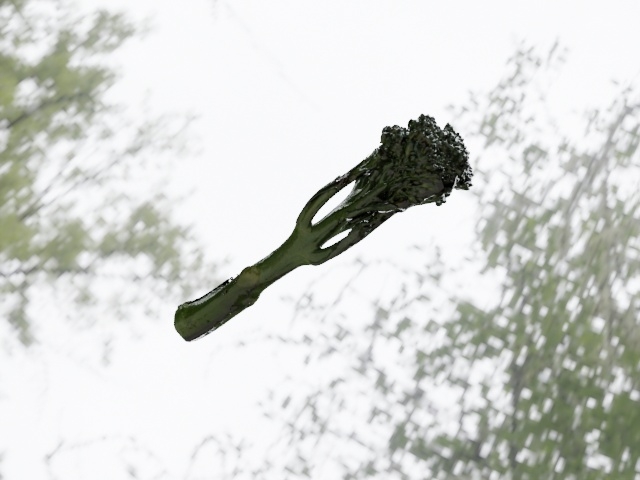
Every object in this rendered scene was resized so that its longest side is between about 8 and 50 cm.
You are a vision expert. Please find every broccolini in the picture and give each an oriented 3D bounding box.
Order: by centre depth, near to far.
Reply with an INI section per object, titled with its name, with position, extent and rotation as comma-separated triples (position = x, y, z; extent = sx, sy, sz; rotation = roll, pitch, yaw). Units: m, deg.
[broccolini]
position = 0.000, 0.000, 0.635
extent = 0.140, 0.035, 0.030
rotation = -36, -112, 35
